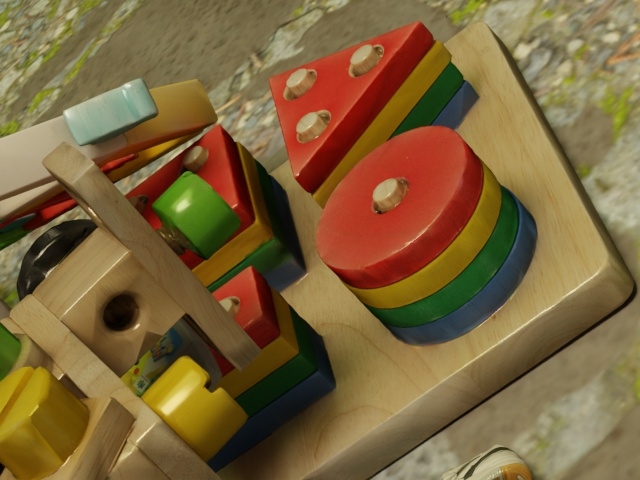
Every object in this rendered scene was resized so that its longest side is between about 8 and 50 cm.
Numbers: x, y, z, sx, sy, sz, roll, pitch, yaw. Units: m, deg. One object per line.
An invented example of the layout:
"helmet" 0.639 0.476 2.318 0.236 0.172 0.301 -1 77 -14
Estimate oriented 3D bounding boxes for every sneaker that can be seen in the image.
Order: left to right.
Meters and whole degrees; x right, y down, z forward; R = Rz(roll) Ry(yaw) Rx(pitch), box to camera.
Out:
"sneaker" 0.056 0.121 0.723 0.083 0.032 0.037 -34 19 6

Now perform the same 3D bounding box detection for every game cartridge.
"game cartridge" -0.084 0.059 0.795 0.056 0.017 0.083 -51 45 -4

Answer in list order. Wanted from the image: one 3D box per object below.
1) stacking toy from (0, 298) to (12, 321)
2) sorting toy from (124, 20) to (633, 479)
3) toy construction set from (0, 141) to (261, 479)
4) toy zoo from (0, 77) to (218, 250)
"stacking toy" -0.303 0.167 0.872 0.350 0.351 0.480 -20 23 33
"sorting toy" 0.000 0.000 0.867 0.255 0.089 0.257 -36 32 13
"toy construction set" -0.072 0.101 0.660 0.237 0.309 0.257 -44 4 -17
"toy zoo" -0.187 -0.021 0.946 0.293 0.030 0.192 -26 -1 39
